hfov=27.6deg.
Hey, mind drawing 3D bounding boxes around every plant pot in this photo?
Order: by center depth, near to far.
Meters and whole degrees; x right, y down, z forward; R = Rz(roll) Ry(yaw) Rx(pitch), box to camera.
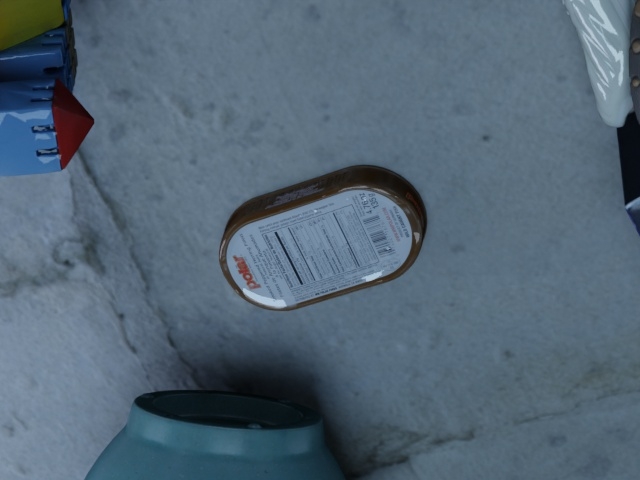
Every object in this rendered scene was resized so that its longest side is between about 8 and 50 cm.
[{"bbox_3d":[-0.092,0.244,1.176,0.293,0.293,0.196,6,94,6],"label":"plant pot"}]

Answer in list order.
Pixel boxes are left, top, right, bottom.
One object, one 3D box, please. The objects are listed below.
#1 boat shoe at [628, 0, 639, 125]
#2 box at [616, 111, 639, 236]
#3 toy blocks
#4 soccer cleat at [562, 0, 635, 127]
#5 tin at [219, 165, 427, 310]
[{"bbox_3d":[0.312,-0.212,0.893,0.117,0.123,0.324,9,110,-20],"label":"boat shoe"},{"bbox_3d":[0.323,-0.003,1.016,0.108,0.153,0.207,-24,112,22],"label":"box"},{"bbox_3d":[-0.294,-0.146,0.945,0.261,0.381,0.190,-6,120,-4],"label":"toy blocks"},{"bbox_3d":[0.211,-0.182,0.986,0.076,0.068,0.196,1,113,15],"label":"soccer cleat"},{"bbox_3d":[0.000,0.000,1.140,0.190,0.040,0.106,-18,111,19],"label":"tin"}]
